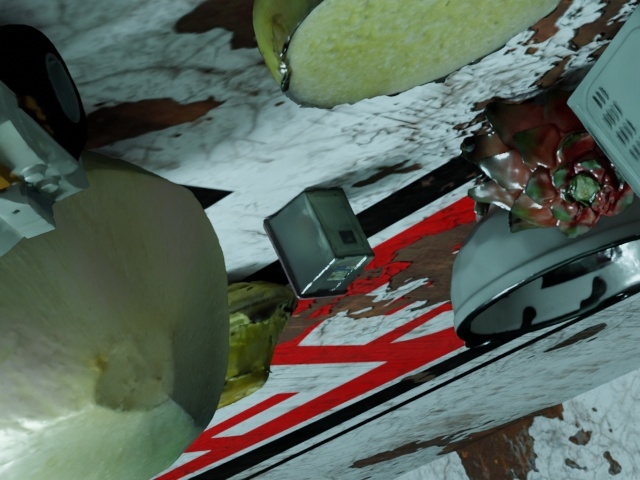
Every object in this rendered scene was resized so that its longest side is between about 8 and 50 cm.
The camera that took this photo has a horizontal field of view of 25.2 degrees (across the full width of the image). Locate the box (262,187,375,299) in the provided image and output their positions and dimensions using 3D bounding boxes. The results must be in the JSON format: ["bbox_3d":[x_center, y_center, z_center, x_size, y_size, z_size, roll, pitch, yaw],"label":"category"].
[{"bbox_3d":[0.000,0.000,1.252,0.060,0.084,0.063,-5,149,-40],"label":"box"}]

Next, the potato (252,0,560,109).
[{"bbox_3d":[0.052,-0.157,0.820,0.200,0.081,0.164,-21,156,-9],"label":"potato"}]

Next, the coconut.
[{"bbox_3d":[-0.179,0.061,0.951,0.259,0.259,0.259,-19,164,-6],"label":"coconut"}]

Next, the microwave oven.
[{"bbox_3d":[0.328,-0.104,1.143,0.208,0.162,0.122,-6,142,-38],"label":"microwave oven"}]

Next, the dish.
[{"bbox_3d":[0.246,0.000,1.467,0.303,0.120,0.303,-19,164,-6],"label":"dish"}]

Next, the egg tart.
[{"bbox_3d":[-0.124,0.122,1.459,0.241,0.106,0.241,-23,166,-6],"label":"egg tart"}]

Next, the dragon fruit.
[{"bbox_3d":[0.198,-0.063,1.218,0.142,0.130,0.121,16,-174,23],"label":"dragon fruit"}]

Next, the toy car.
[{"bbox_3d":[-0.243,-0.062,0.713,0.193,0.118,0.301,-20,163,6],"label":"toy car"}]
